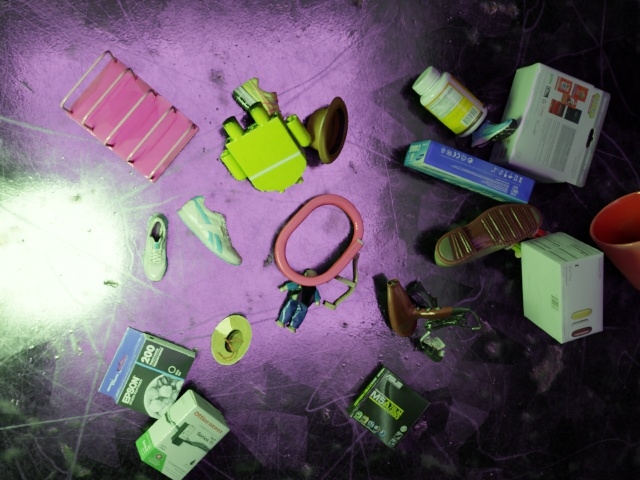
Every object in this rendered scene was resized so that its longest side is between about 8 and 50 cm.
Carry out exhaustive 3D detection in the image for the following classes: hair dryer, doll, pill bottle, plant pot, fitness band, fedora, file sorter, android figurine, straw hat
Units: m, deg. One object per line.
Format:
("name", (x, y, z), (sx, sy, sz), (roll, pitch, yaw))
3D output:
("hair dryer", (0.309, 0.213, 1.824), (0.293, 0.080, 0.223), (35, 118, -7))
("doll", (-0.063, 0.171, 1.798), (0.129, 0.046, 0.189), (27, 89, -14))
("pill bottle", (0.378, -0.412, 1.807), (0.215, 0.117, 0.117), (38, 86, -12))
("plant pot", (1.029, 0.015, 1.922), (0.275, 0.275, 0.243), (-40, 112, -6))
("fitness band", (0.000, 0.000, 1.773), (0.209, 0.054, 0.291), (43, 77, -5))
("fedora", (0.014, -0.315, 1.737), (0.079, 0.194, 0.194), (13, 92, 23))
("file sorter", (-0.491, -0.319, 1.595), (0.291, 0.182, 0.202), (40, 86, -12))
("android figurine", (-0.145, -0.245, 1.695), (0.248, 0.056, 0.273), (-28, 123, 14))
("straw hat", (-0.242, 0.293, 1.759), (0.144, 0.144, 0.061), (-51, 143, -4))

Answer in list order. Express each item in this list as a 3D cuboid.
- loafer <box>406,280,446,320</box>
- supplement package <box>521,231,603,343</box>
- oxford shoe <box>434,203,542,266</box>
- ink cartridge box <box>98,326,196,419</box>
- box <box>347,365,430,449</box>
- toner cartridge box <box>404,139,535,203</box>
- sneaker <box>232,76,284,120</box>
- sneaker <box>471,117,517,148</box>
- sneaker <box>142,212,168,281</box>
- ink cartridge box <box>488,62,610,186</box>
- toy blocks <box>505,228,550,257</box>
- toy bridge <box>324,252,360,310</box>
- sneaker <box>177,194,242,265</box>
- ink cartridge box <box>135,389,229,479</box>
("loafer", (0.339, 0.198, 1.881), (0.170, 0.062, 0.061), (45, 80, -13))
("supplement package", (0.729, 0.138, 1.856), (0.145, 0.204, 0.262), (-15, 112, -11))
("oxford shoe", (0.502, -0.015, 1.870), (0.348, 0.130, 0.123), (-19, 74, -5))
("ink cartridge box", (-0.488, 0.377, 1.725), (0.208, 0.045, 0.206), (24, 91, -12))
("box", (0.210, 0.515, 1.887), (0.191, 0.045, 0.184), (41, 88, -13))
("toner cartridge box", (0.437, -0.200, 1.814), (0.348, 0.165, 0.075), (19, 91, -12))
("sneaker", (-0.142, -0.372, 1.720), (0.208, 0.081, 0.094), (45, 76, -15))
("sneaker", (0.509, -0.332, 1.828), (0.063, 0.162, 0.073), (-1, 77, -38))
("sneaker", (-0.454, 0.021, 1.683), (0.071, 0.083, 0.190), (0, 96, -14))
("ink cartridge box", (0.701, -0.341, 1.877), (0.272, 0.130, 0.309), (17, 91, -15))
("toy blocks", (0.669, 0.011, 1.938), (0.148, 0.054, 0.123), (30, 87, -13))
("toy bridge", (0.077, 0.123, 1.834), (0.063, 0.026, 0.188), (26, 89, -15))
("sneaker", (-0.292, -0.023, 1.713), (0.092, 0.087, 0.228), (-44, 104, -8))
("ink cartridge box", (-0.383, 0.547, 1.719), (0.208, 0.087, 0.153), (-45, 122, -6))
